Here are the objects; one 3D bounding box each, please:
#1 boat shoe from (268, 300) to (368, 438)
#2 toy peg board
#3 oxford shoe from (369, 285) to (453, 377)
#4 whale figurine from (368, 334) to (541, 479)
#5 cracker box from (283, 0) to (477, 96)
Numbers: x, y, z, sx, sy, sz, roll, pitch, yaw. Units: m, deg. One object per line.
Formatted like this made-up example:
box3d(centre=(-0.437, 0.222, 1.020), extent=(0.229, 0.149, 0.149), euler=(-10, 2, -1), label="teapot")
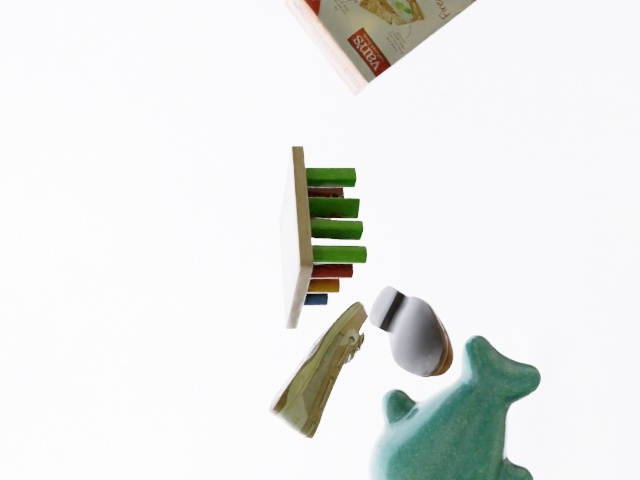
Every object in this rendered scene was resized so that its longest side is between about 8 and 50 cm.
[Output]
box3d(centre=(0.010, 0.119, 0.657), extent=(0.048, 0.056, 0.153), euler=(39, -135, 2), label="boat shoe")
box3d(centre=(0.000, 0.000, 0.818), extent=(0.079, 0.160, 0.161), euler=(1, -123, -9), label="toy peg board")
box3d(centre=(0.123, 0.110, 0.817), extent=(0.076, 0.212, 0.076), euler=(29, -83, -13), label="oxford shoe")
box3d(centre=(0.167, 0.258, 0.867), extent=(0.216, 0.272, 0.141), euler=(32, -166, 16), label="whale figurine")
box3d(centre=(0.090, -0.322, 0.903), extent=(0.232, 0.067, 0.155), euler=(-40, -84, -13), label="cracker box")
